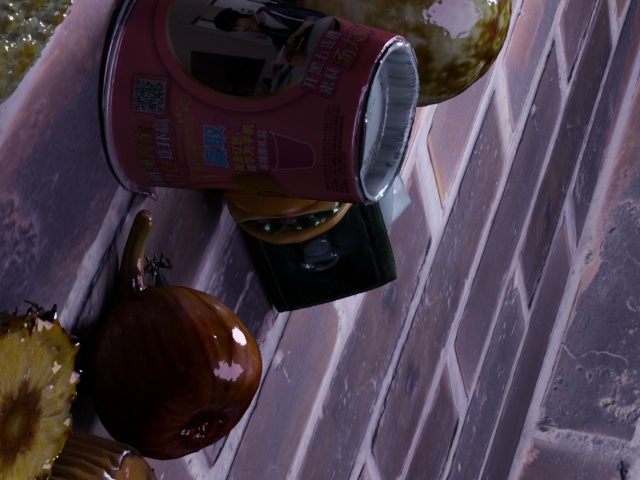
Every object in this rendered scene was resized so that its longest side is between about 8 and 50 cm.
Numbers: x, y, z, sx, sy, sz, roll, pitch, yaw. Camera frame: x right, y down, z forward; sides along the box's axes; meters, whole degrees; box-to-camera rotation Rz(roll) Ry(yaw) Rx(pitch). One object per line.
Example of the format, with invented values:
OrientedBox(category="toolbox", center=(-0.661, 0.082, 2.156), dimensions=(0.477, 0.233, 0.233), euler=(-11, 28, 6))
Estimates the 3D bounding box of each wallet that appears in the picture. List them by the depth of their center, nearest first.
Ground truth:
OrientedBox(category="wallet", center=(0.001, 0.002, 2.136), dimensions=(0.236, 0.160, 0.055), euler=(72, 2, -53))

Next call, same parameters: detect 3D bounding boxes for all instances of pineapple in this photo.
OrientedBox(category="pineapple", center=(-0.277, 0.149, 1.516), dimensions=(0.225, 0.076, 0.225), euler=(12, 90, -69))

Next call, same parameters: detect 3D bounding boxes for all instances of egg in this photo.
OrientedBox(category="egg", center=(0.090, -0.272, 2.116), dimensions=(0.289, 0.238, 0.238), euler=(-8, 109, -46))

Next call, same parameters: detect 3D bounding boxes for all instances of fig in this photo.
OrientedBox(category="fig", center=(-0.156, 0.103, 1.771), dimensions=(0.175, 0.207, 0.175), euler=(-28, 150, -17))

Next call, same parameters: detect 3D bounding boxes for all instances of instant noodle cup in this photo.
OrientedBox(category="instant noodle cup", center=(-0.050, -0.137, 1.749), dimensions=(0.244, 0.255, 0.244), euler=(13, 90, -71))

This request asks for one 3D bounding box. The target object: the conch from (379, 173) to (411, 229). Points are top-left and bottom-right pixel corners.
OrientedBox(category="conch", center=(0.046, -0.089, 2.252), dimensions=(0.221, 0.120, 0.185), euler=(20, 77, -78))

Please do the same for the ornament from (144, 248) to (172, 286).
OrientedBox(category="ornament", center=(-0.159, 0.062, 1.855), dimensions=(0.125, 0.028, 0.073), euler=(86, -7, -47))

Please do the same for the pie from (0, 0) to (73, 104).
OrientedBox(category="pie", center=(-0.270, -0.189, 1.320), dimensions=(0.257, 0.105, 0.274), euler=(-69, 160, -2))

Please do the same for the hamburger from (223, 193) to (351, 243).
OrientedBox(category="hamburger", center=(-0.037, -0.078, 1.975), dimensions=(0.115, 0.162, 0.162), euler=(67, 38, -58))

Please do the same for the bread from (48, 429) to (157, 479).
OrientedBox(category="bread", center=(-0.235, 0.273, 1.666), dimensions=(0.199, 0.104, 0.199), euler=(15, 90, -72))
